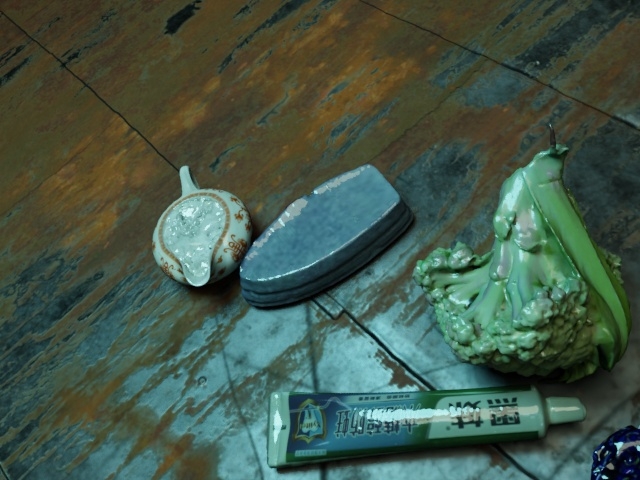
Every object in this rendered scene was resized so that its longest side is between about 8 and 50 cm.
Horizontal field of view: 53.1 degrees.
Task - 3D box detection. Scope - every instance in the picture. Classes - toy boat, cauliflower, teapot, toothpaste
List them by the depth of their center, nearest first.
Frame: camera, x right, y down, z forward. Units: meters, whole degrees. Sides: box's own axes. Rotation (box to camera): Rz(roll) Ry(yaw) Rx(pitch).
[{"bbox_3d":[0.248,0.024,0.749,0.257,0.239,0.315,-5,98,-17],"label":"cauliflower"},{"bbox_3d":[0.116,0.218,0.785,0.392,0.061,0.098,-8,59,15],"label":"toothpaste"},{"bbox_3d":[0.000,0.000,0.951,0.283,0.078,0.127,-33,58,-6],"label":"toy boat"},{"bbox_3d":[-0.186,-0.016,1.000,0.159,0.116,0.245,-33,57,11],"label":"teapot"}]

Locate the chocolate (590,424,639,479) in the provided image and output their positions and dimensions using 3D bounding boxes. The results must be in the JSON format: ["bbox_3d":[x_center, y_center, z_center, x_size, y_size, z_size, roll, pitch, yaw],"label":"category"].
[{"bbox_3d":[0.356,0.215,0.663,0.343,0.148,0.126,-43,56,-14],"label":"chocolate"}]
